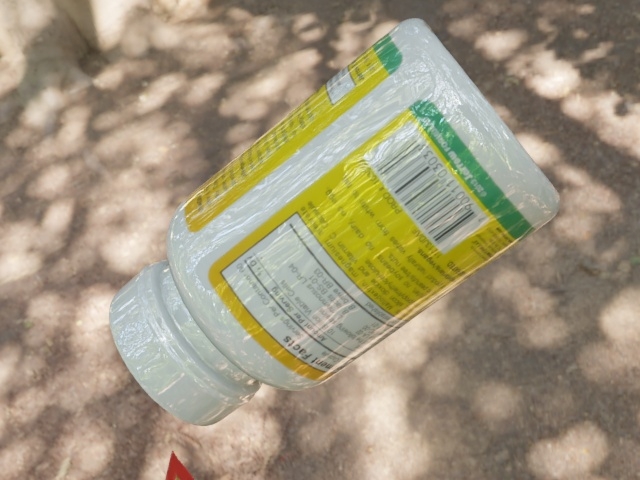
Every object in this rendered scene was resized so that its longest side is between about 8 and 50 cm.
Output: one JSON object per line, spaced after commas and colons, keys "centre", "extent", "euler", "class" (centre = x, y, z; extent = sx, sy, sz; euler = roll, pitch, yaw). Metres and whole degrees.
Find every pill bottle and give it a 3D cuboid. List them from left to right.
{"centre": [0.000, 0.000, 0.416], "extent": [0.208, 0.117, 0.118], "euler": [-38, 34, 14], "class": "pill bottle"}

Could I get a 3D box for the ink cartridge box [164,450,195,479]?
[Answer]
{"centre": [-0.096, 0.332, 0.800], "extent": [0.056, 0.225, 0.181], "euler": [-6, 45, 13], "class": "ink cartridge box"}
